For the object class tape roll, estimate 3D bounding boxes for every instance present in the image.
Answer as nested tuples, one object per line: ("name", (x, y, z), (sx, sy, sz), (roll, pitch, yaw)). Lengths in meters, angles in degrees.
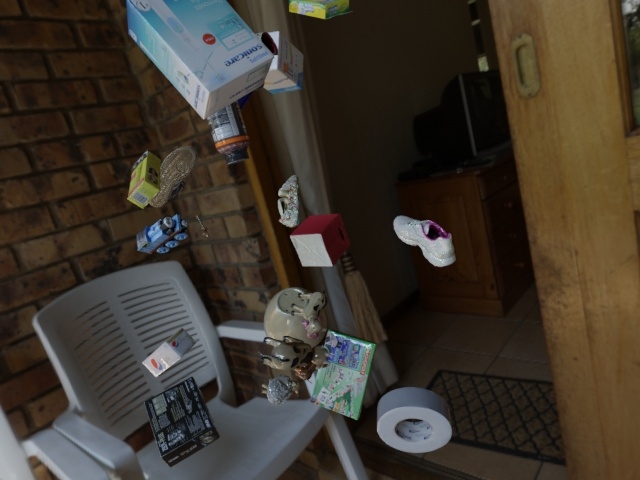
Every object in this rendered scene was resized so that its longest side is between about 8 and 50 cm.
("tape roll", (0.281, 0.544, 1.284), (0.219, 0.219, 0.072), (-12, 29, 15))

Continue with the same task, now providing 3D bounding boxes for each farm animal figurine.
("farm animal figurine", (-0.054, 0.359, 1.453), (0.172, 0.330, 0.327), (6, 14, 37))

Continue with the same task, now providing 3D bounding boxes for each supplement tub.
("supplement tub", (-0.276, -0.333, 1.281), (0.106, 0.197, 0.106), (-15, 11, 3))

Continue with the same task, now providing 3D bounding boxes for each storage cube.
("storage cube", (0.000, 0.000, 2.044), (0.215, 0.183, 0.193), (-2, 30, 34))

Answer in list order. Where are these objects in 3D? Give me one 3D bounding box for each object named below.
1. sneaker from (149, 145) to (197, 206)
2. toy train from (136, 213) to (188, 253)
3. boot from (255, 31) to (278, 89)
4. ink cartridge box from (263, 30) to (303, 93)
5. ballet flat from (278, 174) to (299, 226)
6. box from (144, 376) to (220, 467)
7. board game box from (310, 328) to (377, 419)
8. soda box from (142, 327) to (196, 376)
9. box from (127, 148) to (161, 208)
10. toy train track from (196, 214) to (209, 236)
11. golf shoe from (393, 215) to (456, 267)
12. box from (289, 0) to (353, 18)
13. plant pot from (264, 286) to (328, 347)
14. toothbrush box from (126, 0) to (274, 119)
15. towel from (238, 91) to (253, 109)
("sneaker", (-0.553, -0.261, 1.636), (0.282, 0.099, 0.153), (-47, 12, 20))
("toy train", (-0.523, -0.020, 1.411), (0.184, 0.080, 0.105), (-31, -28, 26))
("boot", (-0.226, -0.646, 1.539), (0.179, 0.236, 0.085), (9, 64, 31))
("ink cartridge box", (-0.204, -0.794, 1.914), (0.168, 0.171, 0.233), (2, -2, 25))
("ballet flat", (-0.119, -0.157, 1.583), (0.077, 0.240, 0.091), (9, -37, -17))
("box", (-0.387, 0.501, 1.187), (0.148, 0.077, 0.180), (-26, 46, -20))
("board game box", (0.097, 0.555, 1.780), (0.214, 0.317, 0.046), (14, -2, 19))
("soda box", (-0.476, 0.353, 1.333), (0.216, 0.069, 0.074), (-38, 5, 40))
("box", (-0.553, -0.198, 1.342), (0.087, 0.058, 0.232), (-42, 38, 14))
("toy train track", (-0.409, -0.048, 1.464), (0.014, 0.083, 0.048), (-20, 23, 4))
("golf shoe", (0.381, -0.033, 1.565), (0.115, 0.140, 0.306), (-27, 42, -19))
("box", (0.002, -0.697, 1.264), (0.179, 0.043, 0.105), (32, 51, 32))
("plant pot", (-0.114, 0.309, 1.823), (0.284, 0.190, 0.284), (-2, 50, 3))
("toothbrush box", (-0.301, -0.493, 1.074), (0.216, 0.295, 0.126), (-41, 2, -26))
("towel", (-0.410, -0.735, 2.134), (0.228, 0.076, 0.308), (5, 55, 48))
